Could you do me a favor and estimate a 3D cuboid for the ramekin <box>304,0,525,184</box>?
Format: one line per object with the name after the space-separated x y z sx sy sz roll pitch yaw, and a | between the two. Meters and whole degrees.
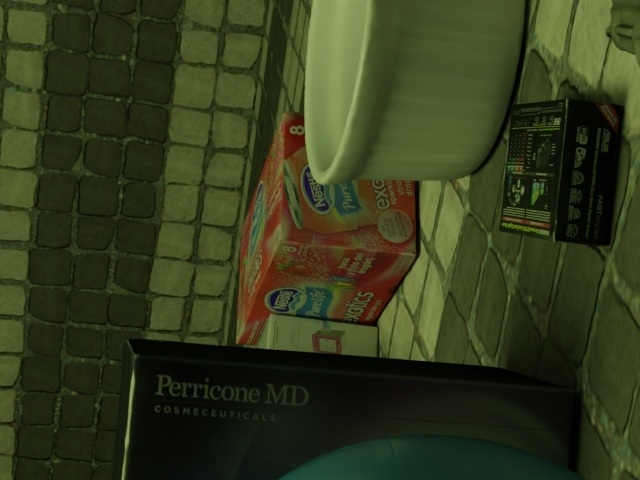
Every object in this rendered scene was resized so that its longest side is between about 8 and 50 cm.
0.076 -0.180 1.199 0.277 0.135 0.277 -175 90 -80 | ramekin

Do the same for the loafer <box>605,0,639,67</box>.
0.192 -0.089 0.605 0.319 0.112 0.111 -89 3 -68 | loafer

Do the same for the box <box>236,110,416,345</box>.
0.000 0.000 1.513 0.300 0.142 0.154 116 158 -64 | box

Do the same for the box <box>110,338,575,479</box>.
-0.001 0.226 0.960 0.183 0.296 0.294 168 107 -80 | box

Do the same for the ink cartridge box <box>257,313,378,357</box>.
-0.004 0.125 1.535 0.088 0.122 0.052 116 161 -63 | ink cartridge box

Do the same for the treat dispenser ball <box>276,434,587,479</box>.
0.054 0.238 0.666 0.288 0.288 0.288 -175 90 -80 | treat dispenser ball

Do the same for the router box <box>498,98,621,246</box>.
0.158 -0.046 0.939 0.122 0.038 0.092 -157 73 -80 | router box
